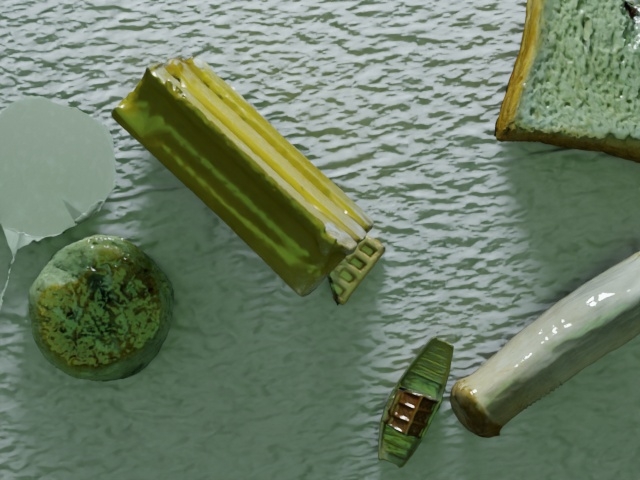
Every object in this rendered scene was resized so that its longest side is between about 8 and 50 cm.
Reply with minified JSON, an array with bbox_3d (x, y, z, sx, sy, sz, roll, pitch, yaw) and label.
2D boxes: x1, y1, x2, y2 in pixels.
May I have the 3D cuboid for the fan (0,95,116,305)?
[{"bbox_3d":[-0.365,-0.025,1.633,0.182,0.010,0.310,18,84,-2],"label":"fan"}]

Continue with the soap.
[{"bbox_3d":[-0.087,-0.083,1.560,0.315,0.199,0.091,44,107,-2],"label":"soap"}]

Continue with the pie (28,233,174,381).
[{"bbox_3d":[-0.275,0.086,1.645,0.187,0.041,0.186,0,92,-3],"label":"pie"}]

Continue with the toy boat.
[{"bbox_3d":[0.120,0.204,1.665,0.065,0.066,0.172,24,91,-2],"label":"toy boat"}]

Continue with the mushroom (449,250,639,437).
[{"bbox_3d":[0.313,0.123,1.645,0.351,0.123,0.095,-39,81,5],"label":"mushroom"}]

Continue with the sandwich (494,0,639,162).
[{"bbox_3d":[0.378,-0.219,1.645,0.273,0.095,0.248,12,89,-3],"label":"sandwich"}]

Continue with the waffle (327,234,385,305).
[{"bbox_3d":[0.000,0.000,1.667,0.153,0.023,0.097,41,89,-6],"label":"waffle"}]
